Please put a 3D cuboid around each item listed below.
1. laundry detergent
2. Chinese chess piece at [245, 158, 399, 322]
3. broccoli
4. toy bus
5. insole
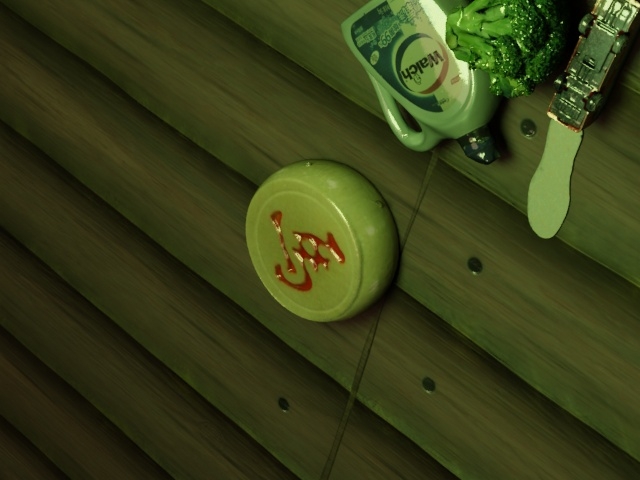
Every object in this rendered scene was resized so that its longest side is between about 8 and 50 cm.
[{"bbox_3d":[0.161,-0.225,1.869,0.215,0.105,0.280,-26,92,45],"label":"laundry detergent"},{"bbox_3d":[0.000,0.000,2.121,0.273,0.102,0.273,19,120,35],"label":"Chinese chess piece"},{"bbox_3d":[0.248,-0.275,1.716,0.156,0.195,0.195,-5,107,21],"label":"broccoli"},{"bbox_3d":[0.359,-0.235,1.700,0.065,0.077,0.192,36,128,23],"label":"toy bus"},{"bbox_3d":[0.326,-0.091,1.849,0.065,0.004,0.197,28,126,31],"label":"insole"}]
